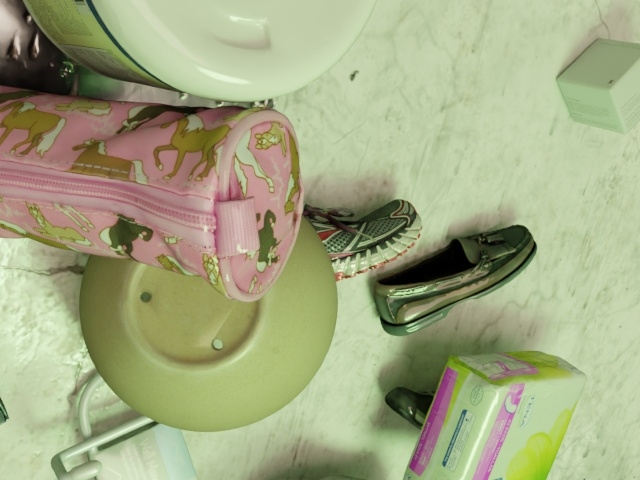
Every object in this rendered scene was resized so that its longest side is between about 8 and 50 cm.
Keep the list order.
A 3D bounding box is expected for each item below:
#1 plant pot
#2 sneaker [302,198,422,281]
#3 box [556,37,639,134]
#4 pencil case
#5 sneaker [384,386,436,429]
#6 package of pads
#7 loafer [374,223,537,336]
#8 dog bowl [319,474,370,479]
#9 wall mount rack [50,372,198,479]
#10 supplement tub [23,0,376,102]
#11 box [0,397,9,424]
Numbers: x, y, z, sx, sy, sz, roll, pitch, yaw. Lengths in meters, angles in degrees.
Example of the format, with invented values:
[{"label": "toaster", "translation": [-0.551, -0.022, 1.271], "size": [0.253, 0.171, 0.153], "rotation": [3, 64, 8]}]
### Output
[{"label": "plant pot", "translation": [-0.116, 0.062, 0.813], "size": [0.284, 0.191, 0.283], "rotation": [0, 85, -4]}, {"label": "sneaker", "translation": [0.000, 0.000, 0.993], "size": [0.299, 0.121, 0.112], "rotation": [-20, 94, -31]}, {"label": "box", "translation": [0.423, -0.226, 1.164], "size": [0.102, 0.101, 0.087], "rotation": [-45, 126, -10]}, {"label": "pencil case", "translation": [-0.203, -0.055, 0.675], "size": [0.160, 0.386, 0.167], "rotation": [76, 29, -50]}, {"label": "sneaker", "translation": [0.192, 0.238, 1.237], "size": [0.132, 0.086, 0.229], "rotation": [-55, 137, -7]}, {"label": "package of pads", "translation": [0.264, 0.277, 1.193], "size": [0.297, 0.101, 0.229], "rotation": [8, 105, -48]}, {"label": "loafer", "translation": [0.195, 0.039, 1.143], "size": [0.268, 0.096, 0.084], "rotation": [-30, 117, -16]}, {"label": "dog bowl", "translation": [0.008, 0.496, 1.141], "size": [0.349, 0.102, 0.348], "rotation": [-33, 132, -46]}, {"label": "wall mount rack", "translation": [-0.138, 0.300, 0.963], "size": [0.304, 0.130, 0.349], "rotation": [-21, 100, -27]}, {"label": "supplement tub", "translation": [-0.122, -0.244, 0.669], "size": [0.236, 0.325, 0.235], "rotation": [-9, 108, -29]}, {"label": "box", "translation": [-0.464, 0.162, 0.804], "size": [0.233, 0.059, 0.183], "rotation": [-27, 123, -20]}]
